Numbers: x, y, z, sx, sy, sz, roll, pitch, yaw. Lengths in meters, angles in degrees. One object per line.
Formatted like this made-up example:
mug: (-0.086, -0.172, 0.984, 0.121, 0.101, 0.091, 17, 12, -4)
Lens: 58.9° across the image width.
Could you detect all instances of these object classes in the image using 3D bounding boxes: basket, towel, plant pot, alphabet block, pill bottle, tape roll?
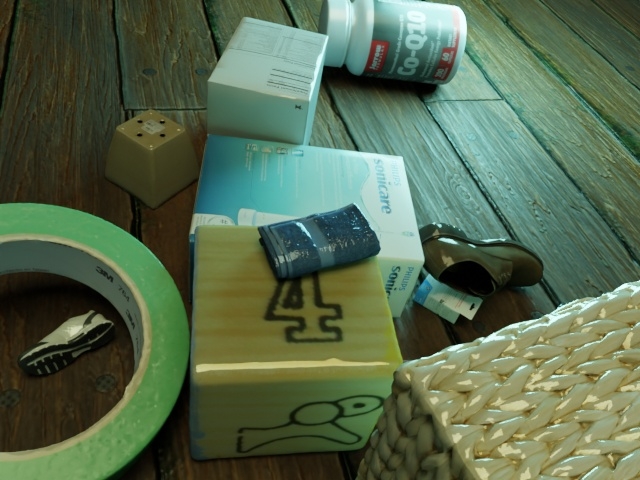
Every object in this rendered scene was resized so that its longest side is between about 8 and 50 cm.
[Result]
basket: (0.229, 0.237, 0.472, 0.331, 0.328, 0.266, -14, 50, -21)
towel: (0.000, 0.000, 0.588, 0.119, 0.029, 0.067, -13, 52, -23)
plant pot: (-0.258, -0.133, 0.869, 0.109, 0.096, 0.109, 31, 49, 17)
alphabet block: (-0.042, 0.111, 0.625, 0.197, 0.192, 0.193, 2, 49, -12)
pill bottle: (0.142, -0.420, 1.184, 0.283, 0.161, 0.161, 3, 47, -10)
tape roll: (-0.302, 0.112, 0.586, 0.321, 0.077, 0.321, 13, 53, -18)

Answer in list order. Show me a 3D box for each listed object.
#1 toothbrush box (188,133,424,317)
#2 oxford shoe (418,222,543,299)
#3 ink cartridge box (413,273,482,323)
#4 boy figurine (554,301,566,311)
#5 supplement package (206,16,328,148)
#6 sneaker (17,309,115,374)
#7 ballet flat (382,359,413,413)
toothbrush box: (-0.024, -0.023, 0.797, 0.295, 0.126, 0.216, 4, 46, -8)
oxford shoe: (0.235, 0.047, 0.804, 0.227, 0.083, 0.096, 8, 42, -26)
ink cartridge box: (0.182, 0.085, 0.810, 0.083, 0.028, 0.048, 31, 48, 16)
boy figurine: (0.395, 0.192, 0.687, 0.285, 0.092, 0.177, 34, 14, 27)
supplement package: (-0.085, -0.212, 0.913, 0.149, 0.194, 0.203, 12, 45, -1)
sneaker: (-0.301, 0.119, 0.668, 0.109, 0.040, 0.043, -25, 42, -36)
ballet flat: (0.170, 0.173, 0.690, 0.221, 0.079, 0.077, 1, 46, -12)
